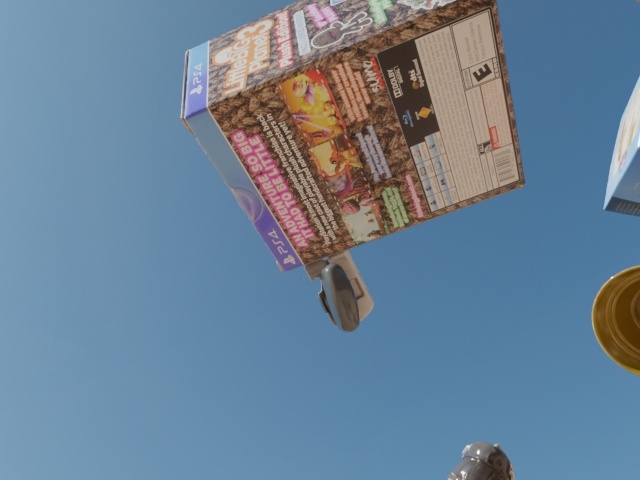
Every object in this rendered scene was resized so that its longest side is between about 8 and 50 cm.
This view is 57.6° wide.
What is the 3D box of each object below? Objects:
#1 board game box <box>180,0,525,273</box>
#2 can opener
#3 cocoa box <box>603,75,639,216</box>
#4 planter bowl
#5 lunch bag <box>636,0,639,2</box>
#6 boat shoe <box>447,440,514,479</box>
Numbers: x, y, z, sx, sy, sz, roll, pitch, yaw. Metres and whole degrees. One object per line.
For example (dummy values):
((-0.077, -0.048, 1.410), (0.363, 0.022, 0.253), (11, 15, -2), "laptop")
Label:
((0.040, -0.130, 0.619), (0.291, 0.141, 0.232), (-20, -46, 9), "board game box")
((0.000, 0.000, 0.871), (0.074, 0.280, 0.093), (-25, -5, -15), "can opener")
((0.680, -0.186, 1.062), (0.228, 0.231, 0.347), (12, -11, 20), "cocoa box")
((0.623, 0.140, 1.066), (0.090, 0.217, 0.217), (-17, -32, -52), "planter bowl")
((0.415, -0.407, 0.601), (0.120, 0.258, 0.293), (3, -74, -39), "lunch bag")
((0.165, 0.226, 0.541), (0.065, 0.075, 0.206), (-63, -32, -10), "boat shoe")
